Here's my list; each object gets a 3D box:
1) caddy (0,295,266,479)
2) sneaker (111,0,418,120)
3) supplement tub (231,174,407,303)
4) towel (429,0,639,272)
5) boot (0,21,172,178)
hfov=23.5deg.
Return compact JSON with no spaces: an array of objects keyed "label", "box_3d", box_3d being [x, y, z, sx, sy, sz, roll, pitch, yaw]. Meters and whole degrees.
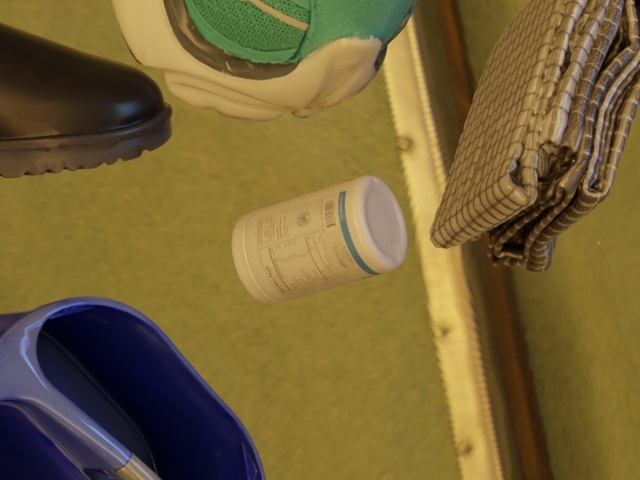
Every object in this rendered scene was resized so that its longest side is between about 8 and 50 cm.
[{"label":"caddy","box_3d":[-0.179,0.198,1.234,0.179,0.341,0.241,-2,46,44]},{"label":"sneaker","box_3d":[-0.014,-0.173,0.441,0.107,0.110,0.275,-6,75,-25]},{"label":"supplement tub","box_3d":[0.000,0.000,1.079,0.107,0.071,0.071,-17,87,30]},{"label":"towel","box_3d":[0.227,-0.121,1.468,0.121,0.235,0.283,22,70,-7]},{"label":"boot","box_3d":[-0.301,-0.277,1.223,0.367,0.146,0.445,-6,107,-20]}]
